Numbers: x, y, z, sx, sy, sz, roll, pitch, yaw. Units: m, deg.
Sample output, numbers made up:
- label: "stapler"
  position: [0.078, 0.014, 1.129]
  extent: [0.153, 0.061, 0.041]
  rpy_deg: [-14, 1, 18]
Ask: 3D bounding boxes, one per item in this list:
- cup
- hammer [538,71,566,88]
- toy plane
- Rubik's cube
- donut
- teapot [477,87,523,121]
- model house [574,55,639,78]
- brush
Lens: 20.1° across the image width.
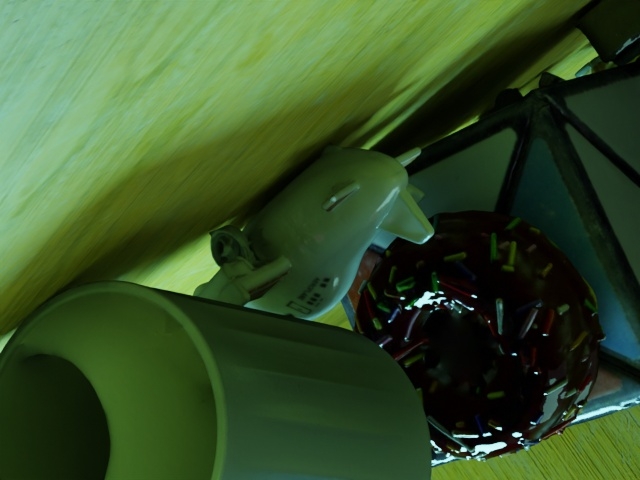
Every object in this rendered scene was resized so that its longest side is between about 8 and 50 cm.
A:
- label: "cup"
  position: [-0.111, 0.165, 1.442]
  extent: [0.322, 0.237, 0.327]
  rpy_deg: [6, 175, 33]
- label: "hammer"
  position: [0.240, -0.123, 2.114]
  extent: [0.137, 0.037, 0.290]
  rpy_deg: [-64, 177, 4]
- label: "toy plane"
  position: [0.000, 0.000, 1.545]
  extent: [0.244, 0.117, 0.245]
  rpy_deg: [-36, 175, -4]
- label: "Rubik's cube"
  position: [0.217, 0.026, 1.768]
  extent: [0.307, 0.305, 0.310]
  rpy_deg: [-26, 177, 35]
- label: "donut"
  position: [0.131, 0.091, 1.592]
  extent: [0.235, 0.235, 0.089]
  rpy_deg: [-39, 177, 31]
- label: "teapot"
  position: [0.193, -0.132, 1.947]
  extent: [0.043, 0.043, 0.111]
  rpy_deg: [-34, 170, -13]
- label: "model house"
  position: [0.435, -0.173, 2.055]
  extent: [0.198, 0.224, 0.215]
  rpy_deg: [-39, 172, 28]
- label: "brush"
  position: [0.325, -0.228, 1.800]
  extent: [0.123, 0.059, 0.197]
  rpy_deg: [-34, 174, 15]
